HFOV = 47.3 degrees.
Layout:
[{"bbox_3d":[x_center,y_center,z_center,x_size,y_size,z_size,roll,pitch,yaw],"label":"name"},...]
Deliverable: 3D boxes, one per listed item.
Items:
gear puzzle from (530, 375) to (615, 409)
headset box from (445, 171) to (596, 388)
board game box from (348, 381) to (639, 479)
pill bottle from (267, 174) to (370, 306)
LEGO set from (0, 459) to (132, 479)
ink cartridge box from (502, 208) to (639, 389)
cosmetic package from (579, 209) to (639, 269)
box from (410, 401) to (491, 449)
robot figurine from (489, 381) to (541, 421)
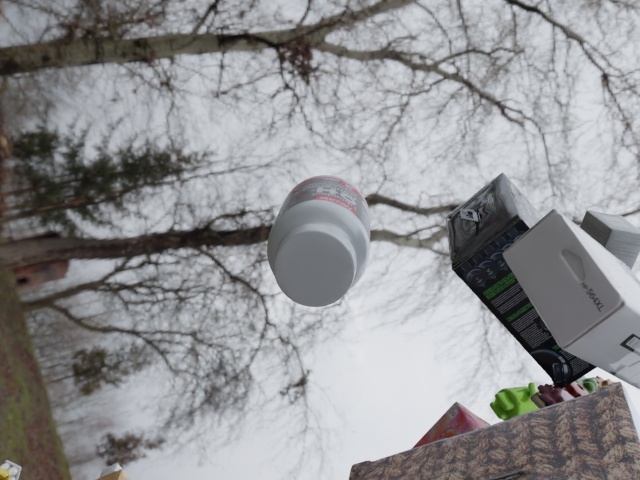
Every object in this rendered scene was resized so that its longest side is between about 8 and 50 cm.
[{"bbox_3d":[0.459,0.273,1.178,0.175,0.339,0.044,46,-68,24],"label":"gear puzzle"},{"bbox_3d":[0.330,0.048,1.172,0.283,0.131,0.246,46,20,-12],"label":"headset box"},{"bbox_3d":[0.179,0.293,0.555,0.291,0.232,0.141,60,21,-16],"label":"board game box"},{"bbox_3d":[0.000,0.000,1.291,0.318,0.176,0.176,-79,163,-72],"label":"pill bottle"},{"bbox_3d":[-0.369,0.321,0.865,0.107,0.287,0.132,-11,109,-76],"label":"LEGO set"},{"bbox_3d":[0.321,0.072,0.843,0.086,0.203,0.148,-44,-138,22],"label":"ink cartridge box"},{"bbox_3d":[0.645,0.063,1.708,0.127,0.107,0.238,-110,-150,-63],"label":"cosmetic package"},{"bbox_3d":[0.184,0.427,1.135,0.300,0.142,0.154,-49,-157,10],"label":"box"},{"bbox_3d":[0.390,0.321,1.434,0.067,0.115,0.101,55,-47,47],"label":"robot figurine"}]
